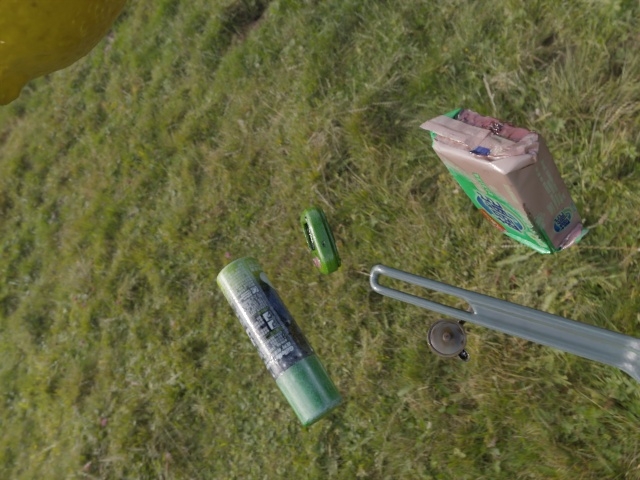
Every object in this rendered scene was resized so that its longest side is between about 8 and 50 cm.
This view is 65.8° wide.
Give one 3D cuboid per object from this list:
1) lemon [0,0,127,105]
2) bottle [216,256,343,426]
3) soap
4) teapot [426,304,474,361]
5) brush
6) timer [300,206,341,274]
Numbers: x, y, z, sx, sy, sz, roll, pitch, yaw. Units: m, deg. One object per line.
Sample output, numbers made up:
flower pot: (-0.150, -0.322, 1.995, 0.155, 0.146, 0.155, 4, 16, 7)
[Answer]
lemon: (-0.262, -0.240, 0.377, 0.228, 0.228, 0.254, 14, 85, 37)
bottle: (-0.081, 0.184, 0.935, 0.093, 0.093, 0.330, -41, 68, 15)
soap: (0.312, -0.100, 0.827, 0.098, 0.273, 0.218, -49, 42, 3)
teapot: (0.241, 0.162, 0.863, 0.085, 0.080, 0.110, 42, 85, 18)
brush: (0.158, 0.066, 0.371, 0.266, 0.027, 0.062, 16, 105, 21)
timer: (0.000, 0.000, 0.943, 0.047, 0.140, 0.128, -19, 90, -7)
